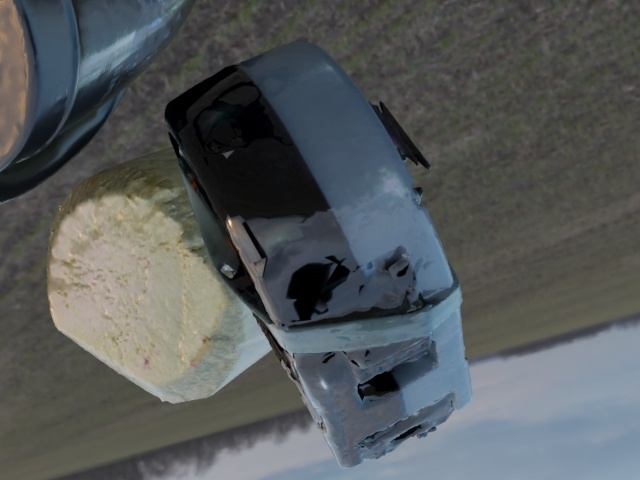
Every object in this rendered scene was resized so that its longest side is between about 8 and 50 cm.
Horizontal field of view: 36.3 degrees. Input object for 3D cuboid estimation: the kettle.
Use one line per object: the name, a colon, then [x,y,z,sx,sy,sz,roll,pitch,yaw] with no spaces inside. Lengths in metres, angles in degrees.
kettle: [-0.211,-0.179,0.758,0.324,0.228,0.321,-50,158,-50]

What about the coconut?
coconut: [-0.122,0.022,0.938,0.239,0.239,0.244,-19,-177,24]

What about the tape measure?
tape measure: [-0.001,-0.003,0.476,0.107,0.182,0.181,-26,152,-8]
